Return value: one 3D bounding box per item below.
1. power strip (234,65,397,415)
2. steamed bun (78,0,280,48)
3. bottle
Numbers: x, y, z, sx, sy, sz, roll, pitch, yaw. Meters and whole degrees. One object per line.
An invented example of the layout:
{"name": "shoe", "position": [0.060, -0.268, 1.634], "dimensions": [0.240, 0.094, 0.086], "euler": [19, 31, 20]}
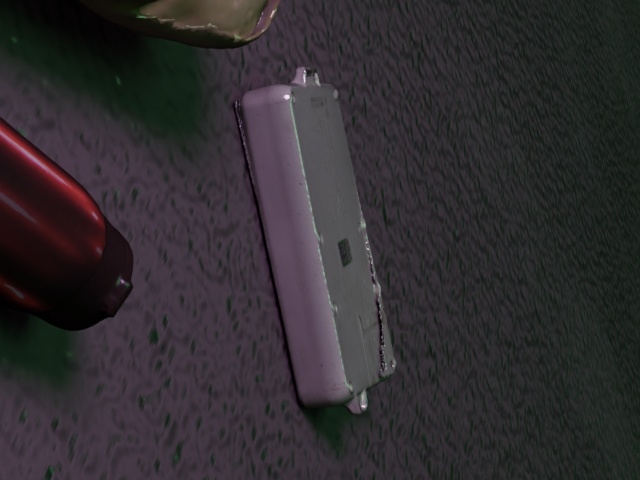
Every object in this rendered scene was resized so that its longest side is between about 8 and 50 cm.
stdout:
{"name": "power strip", "position": [0.000, 0.000, 0.841], "dimensions": [0.081, 0.035, 0.192], "euler": [-18, 97, -68]}
{"name": "steamed bun", "position": [-0.083, -0.203, 0.636], "dimensions": [0.231, 0.110, 0.212], "euler": [35, 72, -63]}
{"name": "bottle", "position": [-0.124, -0.017, 0.533], "dimensions": [0.164, 0.060, 0.060], "euler": [46, 40, -53]}
